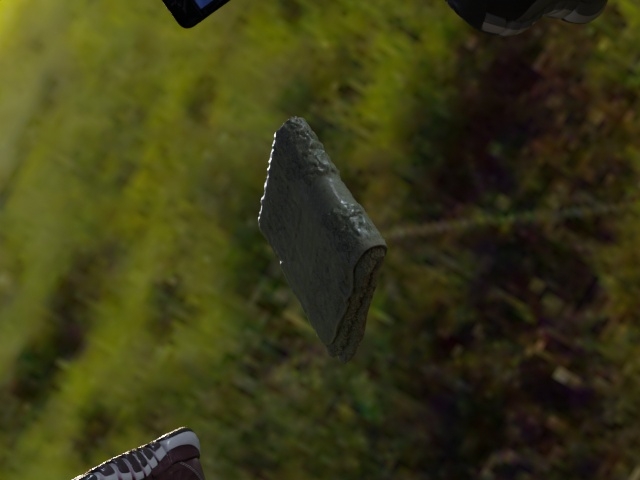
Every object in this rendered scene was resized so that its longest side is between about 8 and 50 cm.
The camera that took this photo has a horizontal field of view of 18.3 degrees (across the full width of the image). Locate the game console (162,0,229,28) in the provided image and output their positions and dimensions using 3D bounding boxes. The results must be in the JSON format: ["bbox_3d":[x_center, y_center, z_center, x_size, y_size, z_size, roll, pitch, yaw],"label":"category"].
[{"bbox_3d":[-0.112,-0.261,1.785,0.122,0.107,0.071,-33,5,16],"label":"game console"}]

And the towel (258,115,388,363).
[{"bbox_3d":[0.000,0.000,1.165,0.027,0.110,0.148,-24,-23,-16],"label":"towel"}]

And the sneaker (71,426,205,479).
[{"bbox_3d":[-0.170,0.285,1.868,0.106,0.162,0.281,-30,-5,32],"label":"sneaker"}]

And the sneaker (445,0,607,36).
[{"bbox_3d":[0.176,-0.223,1.446,0.132,0.086,0.229,-46,-16,31],"label":"sneaker"}]
